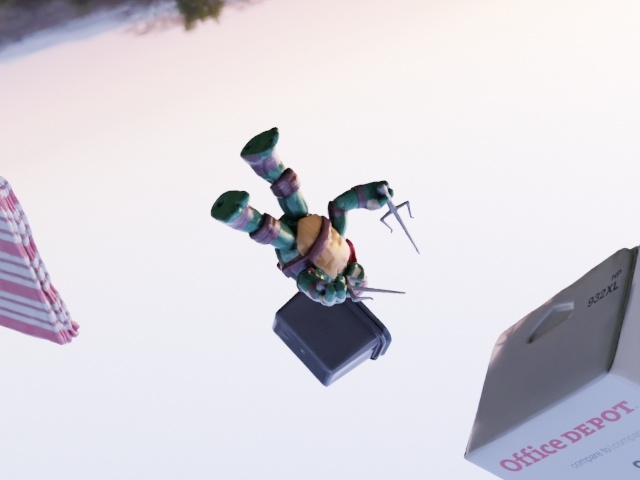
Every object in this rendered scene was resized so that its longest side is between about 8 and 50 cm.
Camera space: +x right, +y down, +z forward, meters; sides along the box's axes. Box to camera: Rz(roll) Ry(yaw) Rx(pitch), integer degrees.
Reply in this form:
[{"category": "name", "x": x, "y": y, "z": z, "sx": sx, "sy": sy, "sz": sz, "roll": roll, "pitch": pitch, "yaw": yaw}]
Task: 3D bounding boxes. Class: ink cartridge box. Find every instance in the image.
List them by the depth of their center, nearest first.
[{"category": "ink cartridge box", "x": 0.310, "y": 0.165, "z": 0.937, "sx": 0.223, "sy": 0.307, "sz": 0.129, "roll": -49, "pitch": -165, "yaw": 55}]

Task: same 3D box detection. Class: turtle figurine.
[{"category": "turtle figurine", "x": 0.000, "y": 0.000, "z": 1.166, "sx": 0.118, "sy": 0.234, "sz": 0.175, "roll": -27, "pitch": -144, "yaw": 36}]

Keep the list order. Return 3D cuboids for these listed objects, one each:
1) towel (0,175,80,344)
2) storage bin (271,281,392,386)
[{"category": "towel", "x": -0.304, "y": 0.007, "z": 1.027, "sx": 0.144, "sy": 0.197, "sz": 0.029, "roll": 12, "pitch": -136, "yaw": 30}, {"category": "storage bin", "x": 0.006, "y": 0.114, "z": 1.413, "sx": 0.091, "sy": 0.135, "sz": 0.098, "roll": -36, "pitch": 164, "yaw": -24}]
